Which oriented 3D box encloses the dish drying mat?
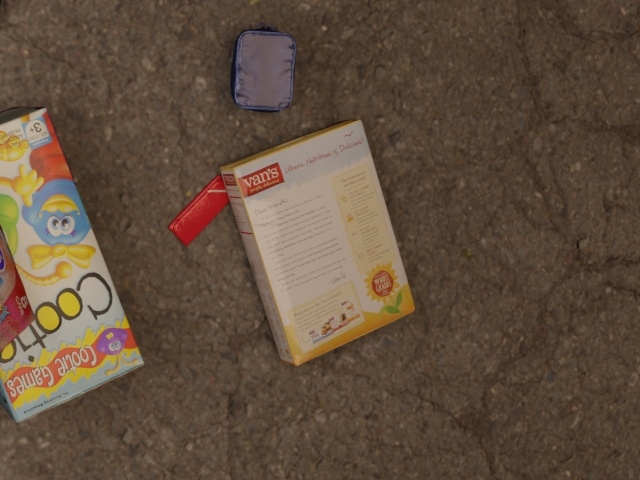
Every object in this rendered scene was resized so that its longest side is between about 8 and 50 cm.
[{"bbox_3d":[-0.131,-0.034,1.500,0.083,0.008,0.032,-47,113,-13],"label":"dish drying mat"}]

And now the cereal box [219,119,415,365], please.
[{"bbox_3d":[0.000,0.000,1.539,0.173,0.047,0.240,-22,103,-25],"label":"cereal box"}]

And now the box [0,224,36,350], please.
[{"bbox_3d":[-0.435,0.059,1.217,0.299,0.142,0.154,-14,104,19],"label":"box"}]

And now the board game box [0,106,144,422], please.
[{"bbox_3d":[-0.305,0.018,1.353,0.142,0.144,0.275,-24,105,-21],"label":"board game box"}]

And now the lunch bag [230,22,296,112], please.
[{"bbox_3d":[-0.064,-0.191,1.484,0.067,0.065,0.098,5,95,-9],"label":"lunch bag"}]
